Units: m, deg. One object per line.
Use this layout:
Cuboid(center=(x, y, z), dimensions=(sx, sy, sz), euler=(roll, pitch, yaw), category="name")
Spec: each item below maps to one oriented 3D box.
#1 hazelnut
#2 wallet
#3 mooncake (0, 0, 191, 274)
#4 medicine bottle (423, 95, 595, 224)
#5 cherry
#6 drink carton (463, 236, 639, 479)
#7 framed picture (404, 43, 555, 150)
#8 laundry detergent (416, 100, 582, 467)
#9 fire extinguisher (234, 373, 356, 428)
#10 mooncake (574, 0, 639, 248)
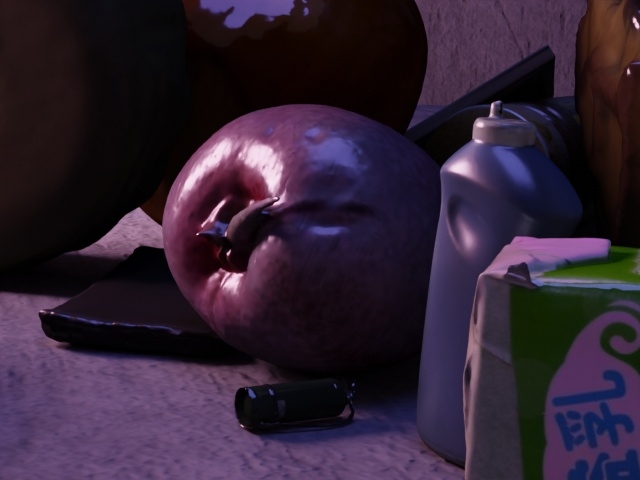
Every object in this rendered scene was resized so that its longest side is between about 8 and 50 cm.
Cuboid(center=(-0.079, -0.169, 1.366), dimensions=(0.366, 0.365, 0.366), euler=(3, 11, -1), category="hazelnut")
Cuboid(center=(-0.114, 0.043, 1.092), dimensions=(0.146, 0.030, 0.285), euler=(7, 12, 7), category="wallet")
Cuboid(center=(-0.289, -0.147, 1.176), dimensions=(0.357, 0.356, 0.194), euler=(6, 15, 13), category="mooncake")
Cuboid(center=(0.255, -0.084, 1.530), dimensions=(0.151, 0.151, 0.322), euler=(10, 12, 32), category="medicine bottle")
Cuboid(center=(0.000, 0.000, 0.946), dimensions=(0.266, 0.183, 0.213), euler=(22, 8, -46), category="cherry")
Cuboid(center=(0.198, 0.090, 0.577), dimensions=(0.271, 0.161, 0.108), euler=(6, 11, 15), category="drink carton")
Cuboid(center=(0.148, -0.122, 1.536), dimensions=(0.265, 0.018, 0.192), euler=(-32, -11, 6), category="framed picture")
Cuboid(center=(0.101, 0.024, 0.773), dimensions=(0.061, 0.206, 0.097), euler=(-3, 11, -33), category="laundry detergent")
Cuboid(center=(-0.009, 0.101, 0.832), dimensions=(0.083, 0.025, 0.038), euler=(-3, 50, -30), category="fire extinguisher")
Cuboid(center=(0.369, -0.151, 1.276), dimensions=(0.246, 0.393, 0.394), euler=(4, -5, 5), category="mooncake")
